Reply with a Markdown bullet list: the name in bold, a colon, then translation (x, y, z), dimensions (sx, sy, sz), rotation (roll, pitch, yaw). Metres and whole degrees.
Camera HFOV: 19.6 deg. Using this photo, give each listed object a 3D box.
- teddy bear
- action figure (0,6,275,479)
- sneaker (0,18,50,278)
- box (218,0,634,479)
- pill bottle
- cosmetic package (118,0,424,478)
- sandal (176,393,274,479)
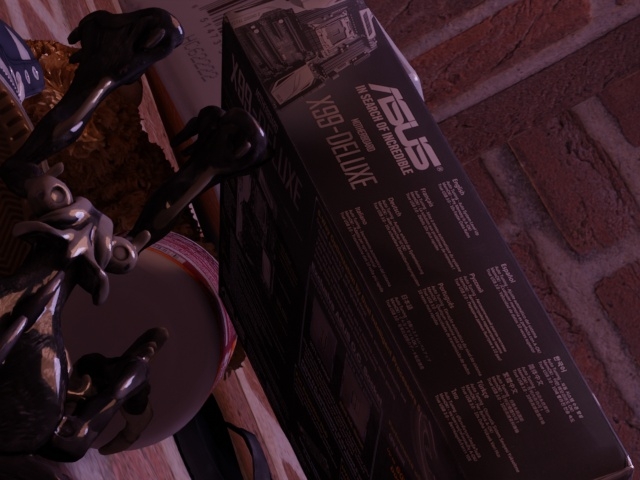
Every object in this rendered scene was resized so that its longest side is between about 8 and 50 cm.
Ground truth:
- **teddy bear**: translation (-0.147, -0.033, 1.459), dimensions (0.338, 0.113, 0.245), rotation (61, 2, -23)
- **action figure**: translation (-0.131, 0.029, 0.818), dimensions (0.164, 0.275, 0.141), rotation (38, -33, -6)
- **sneaker**: translation (-0.194, -0.051, 1.026), dimensions (0.282, 0.099, 0.153), rotation (60, 5, 24)
- **box**: translation (0.034, 0.061, 0.935), dimensions (0.242, 0.077, 0.307), rotation (95, -26, -52)
- **pill bottle**: translation (-0.114, 0.055, 1.162), dimensions (0.121, 0.121, 0.221), rotation (62, 4, -2)
- **cosmetic package**: translation (0.000, 0.000, 1.480), dimensions (0.453, 0.162, 0.230), rotation (73, -10, -45)
- **sandal**: translation (-0.047, 0.215, 1.421), dimensions (0.254, 0.054, 0.097), rotation (64, 4, 32)
